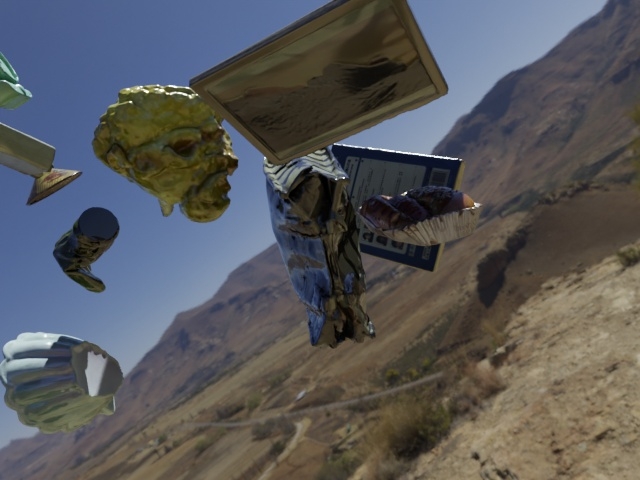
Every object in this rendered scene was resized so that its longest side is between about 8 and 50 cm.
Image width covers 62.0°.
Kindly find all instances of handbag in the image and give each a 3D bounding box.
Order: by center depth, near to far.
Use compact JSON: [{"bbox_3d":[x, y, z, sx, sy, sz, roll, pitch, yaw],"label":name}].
[{"bbox_3d":[0.000,0.000,0.983,0.162,0.325,0.327,-15,17,-3],"label":"handbag"}]

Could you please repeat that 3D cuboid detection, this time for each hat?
[{"bbox_3d":[-0.844,-0.190,1.644,0.193,0.082,0.193,-31,15,9],"label":"hat"}]

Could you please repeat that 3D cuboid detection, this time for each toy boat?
[{"bbox_3d":[-0.483,0.270,1.044,0.100,0.199,0.290,-20,-26,7],"label":"toy boat"}]

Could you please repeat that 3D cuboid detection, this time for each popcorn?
[{"bbox_3d":[-0.276,-0.184,1.034,0.225,0.286,0.174,-58,19,-3],"label":"popcorn"}]

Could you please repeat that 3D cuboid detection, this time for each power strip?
[{"bbox_3d":[-0.532,-0.169,0.781,0.080,0.048,0.286,-4,-20,37],"label":"power strip"}]

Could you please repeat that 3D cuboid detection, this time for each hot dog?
[{"bbox_3d":[0.104,-0.033,0.611,0.099,0.053,0.192,-15,13,-14],"label":"hot dog"}]

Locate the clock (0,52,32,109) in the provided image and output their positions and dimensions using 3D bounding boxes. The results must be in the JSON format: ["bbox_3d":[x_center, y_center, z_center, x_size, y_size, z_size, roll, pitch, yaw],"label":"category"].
[{"bbox_3d":[-0.453,-0.242,0.712,0.041,0.135,0.101,-35,16,-6],"label":"clock"}]

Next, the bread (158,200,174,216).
[{"bbox_3d":[-0.411,-0.188,1.329,0.040,0.267,0.267,-16,-7,-16],"label":"bread"}]

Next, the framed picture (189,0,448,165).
[{"bbox_3d":[0.005,-0.189,0.651,0.265,0.018,0.192,-20,-33,24],"label":"framed picture"}]

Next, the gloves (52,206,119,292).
[{"bbox_3d":[-0.442,0.018,1.009,0.135,0.107,0.268,-60,6,-37],"label":"gloves"}]

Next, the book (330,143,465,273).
[{"bbox_3d":[0.166,-0.102,1.470,0.428,0.300,0.039,17,4,39],"label":"book"}]
